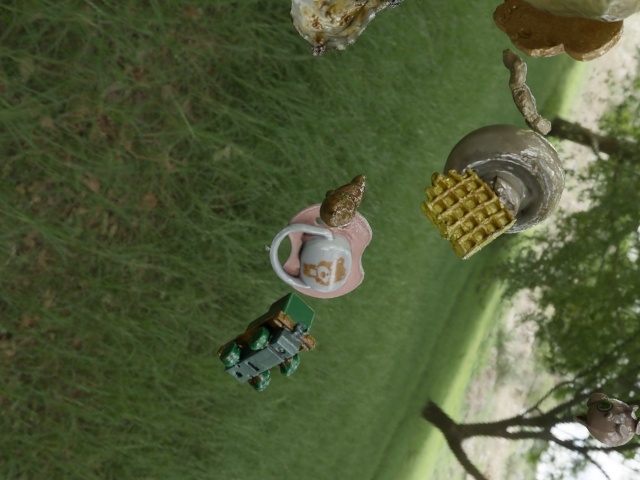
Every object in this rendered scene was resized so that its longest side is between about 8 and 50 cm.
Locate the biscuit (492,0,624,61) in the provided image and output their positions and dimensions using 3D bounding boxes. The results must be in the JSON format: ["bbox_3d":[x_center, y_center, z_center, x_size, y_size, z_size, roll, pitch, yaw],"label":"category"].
[{"bbox_3d":[0.597,-0.580,1.733,0.269,0.376,0.051,-37,147,-2],"label":"biscuit"}]

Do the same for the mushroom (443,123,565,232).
[{"bbox_3d":[0.542,-0.166,2.032,0.362,0.362,0.295,98,16,-47],"label":"mushroom"}]

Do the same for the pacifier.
[{"bbox_3d":[0.016,0.020,1.897,0.273,0.220,0.332,-35,145,-42],"label":"pacifier"}]

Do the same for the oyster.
[{"bbox_3d":[0.078,-0.651,1.851,0.198,0.336,0.133,62,0,-26],"label":"oyster"}]

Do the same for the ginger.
[{"bbox_3d":[0.549,-0.390,1.824,0.065,0.259,0.149,-24,164,13],"label":"ginger"}]

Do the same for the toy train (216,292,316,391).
[{"bbox_3d":[-0.175,0.334,2.272,0.429,0.178,0.249,-34,-158,37],"label":"toy train"}]

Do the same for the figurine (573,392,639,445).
[{"bbox_3d":[0.714,0.443,1.668,0.138,0.125,0.125,13,-104,63],"label":"figurine"}]

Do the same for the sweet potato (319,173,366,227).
[{"bbox_3d":[0.040,-0.069,1.216,0.226,0.068,0.068,-51,160,-61],"label":"sweet potato"}]

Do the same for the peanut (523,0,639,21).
[{"bbox_3d":[0.563,-0.589,1.496,0.192,0.387,0.170,34,86,-44],"label":"peanut"}]

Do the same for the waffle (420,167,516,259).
[{"bbox_3d":[0.330,-0.077,1.595,0.160,0.211,0.055,-35,163,-13],"label":"waffle"}]
